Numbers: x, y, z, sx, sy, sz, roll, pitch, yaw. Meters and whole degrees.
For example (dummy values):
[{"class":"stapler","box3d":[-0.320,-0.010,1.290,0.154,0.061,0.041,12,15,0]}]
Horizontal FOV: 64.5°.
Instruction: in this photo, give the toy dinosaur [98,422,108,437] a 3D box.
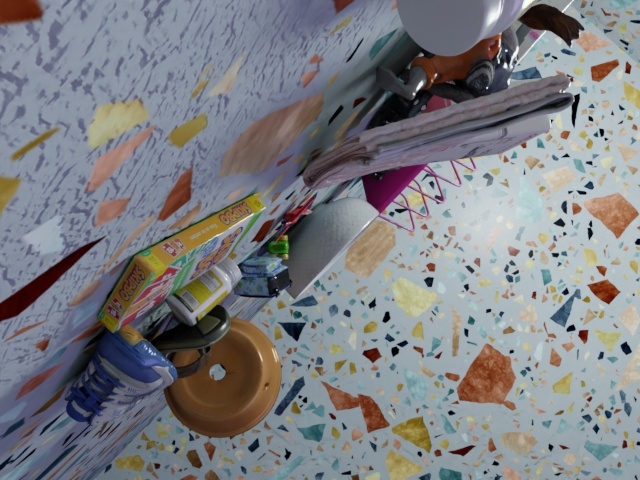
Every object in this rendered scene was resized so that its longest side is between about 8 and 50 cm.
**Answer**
[{"class":"toy dinosaur","box3d":[-0.416,0.325,1.119,0.112,0.064,0.211,-4,131,-58]}]

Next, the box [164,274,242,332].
[{"class":"box","box3d":[-0.249,0.143,1.042,0.145,0.038,0.186,-41,175,-45]}]

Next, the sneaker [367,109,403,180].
[{"class":"sneaker","box3d":[0.144,-0.204,1.085,0.078,0.106,0.234,-45,176,-28]}]

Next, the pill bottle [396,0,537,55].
[{"class":"pill bottle","box3d":[0.180,-0.286,0.525,0.208,0.119,0.119,-44,176,-25]}]

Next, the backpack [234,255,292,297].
[{"class":"backpack","box3d":[-0.136,0.079,1.135,0.115,0.084,0.105,-4,-170,20]}]

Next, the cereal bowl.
[{"class":"cereal bowl","box3d":[0.000,0.000,1.420,0.339,0.141,0.339,-46,176,-4]}]

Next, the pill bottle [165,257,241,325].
[{"class":"pill bottle","box3d":[-0.186,0.077,0.818,0.116,0.065,0.065,-43,175,-27]}]

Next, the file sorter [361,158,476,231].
[{"class":"file sorter","box3d":[0.291,-0.199,1.519,0.290,0.182,0.202,-48,-147,35]}]

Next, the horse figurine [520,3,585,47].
[{"class":"horse figurine","box3d":[0.308,-0.374,0.635,0.174,0.066,0.263,23,-87,61]}]

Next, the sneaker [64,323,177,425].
[{"class":"sneaker","box3d":[-0.291,0.206,0.717,0.131,0.112,0.296,-43,175,-31]}]

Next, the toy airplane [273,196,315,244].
[{"class":"toy airplane","box3d":[-0.054,-0.056,1.108,0.151,0.028,0.151,-44,177,-3]}]

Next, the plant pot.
[{"class":"plant pot","box3d":[-0.232,0.314,1.183,0.291,0.291,0.203,-45,173,-16]}]

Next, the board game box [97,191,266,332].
[{"class":"board game box","box3d":[-0.166,0.017,0.670,0.124,0.039,0.259,-47,179,33]}]

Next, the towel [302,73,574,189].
[{"class":"towel","box3d":[0.159,-0.157,0.795,0.332,0.053,0.317,-18,-175,-14]}]

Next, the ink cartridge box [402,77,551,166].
[{"class":"ink cartridge box","box3d":[0.318,-0.254,1.114,0.283,0.117,0.207,-9,176,-11]}]

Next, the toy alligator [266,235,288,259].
[{"class":"toy alligator","box3d":[-0.105,0.018,1.228,0.052,0.056,0.190,-1,178,-5]}]

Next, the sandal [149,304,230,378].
[{"class":"sandal","box3d":[-0.242,0.194,0.892,0.303,0.086,0.120,-31,-174,43]}]

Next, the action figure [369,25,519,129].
[{"class":"action figure","box3d":[0.218,-0.261,0.839,0.341,0.178,0.330,-51,164,27]}]

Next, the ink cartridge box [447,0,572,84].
[{"class":"ink cartridge box","box3d":[0.398,-0.434,1.148,0.353,0.119,0.207,-48,178,-3]}]
